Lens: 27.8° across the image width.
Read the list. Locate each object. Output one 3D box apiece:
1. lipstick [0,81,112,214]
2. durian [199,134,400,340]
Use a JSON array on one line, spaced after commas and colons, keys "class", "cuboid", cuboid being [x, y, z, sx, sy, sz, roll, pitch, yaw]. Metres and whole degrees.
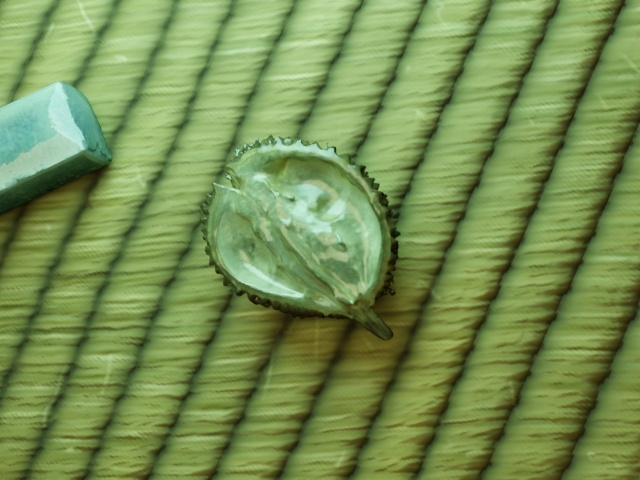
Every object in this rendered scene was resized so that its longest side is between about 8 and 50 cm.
[{"class": "lipstick", "cuboid": [-0.317, -0.041, 1.080, 0.290, 0.077, 0.076, -23, 80, 7]}, {"class": "durian", "cuboid": [0.000, 0.000, 1.010, 0.148, 0.091, 0.188, -41, 82, 18]}]
